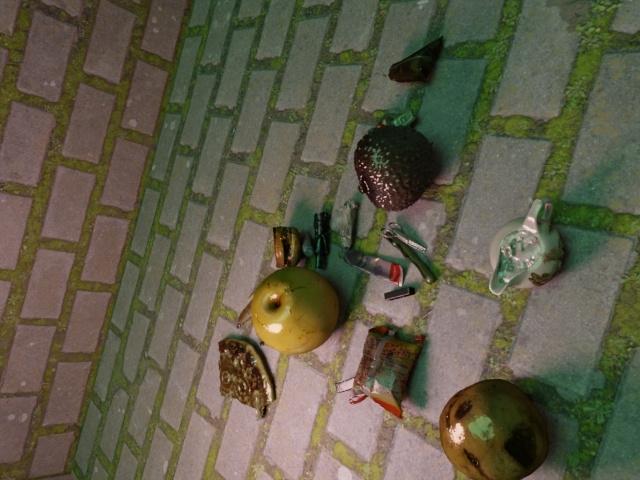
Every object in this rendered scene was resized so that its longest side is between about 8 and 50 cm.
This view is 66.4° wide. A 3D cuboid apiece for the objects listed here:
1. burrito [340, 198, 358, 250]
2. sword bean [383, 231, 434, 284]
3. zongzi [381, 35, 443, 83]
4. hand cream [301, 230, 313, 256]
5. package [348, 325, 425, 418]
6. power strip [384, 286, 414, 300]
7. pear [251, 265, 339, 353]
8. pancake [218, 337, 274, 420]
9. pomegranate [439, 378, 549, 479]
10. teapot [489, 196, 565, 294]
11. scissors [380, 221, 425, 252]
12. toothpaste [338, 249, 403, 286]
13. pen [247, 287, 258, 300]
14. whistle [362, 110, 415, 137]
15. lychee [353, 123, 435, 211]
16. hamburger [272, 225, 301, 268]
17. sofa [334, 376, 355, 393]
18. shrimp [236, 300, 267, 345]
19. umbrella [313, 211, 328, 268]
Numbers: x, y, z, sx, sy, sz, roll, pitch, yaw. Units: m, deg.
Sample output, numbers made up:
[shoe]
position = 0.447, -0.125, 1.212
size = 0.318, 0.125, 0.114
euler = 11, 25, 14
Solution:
[burrito]
position = 0.107, -0.062, 1.906
size = 0.064, 0.064, 0.202
euler = 5, 85, 45
[sword bean]
position = 0.308, 0.055, 1.701
size = 0.269, 0.038, 0.043
euler = 52, 122, 37
[zongzi]
position = 0.345, -0.669, 1.806
size = 0.187, 0.084, 0.184
euler = 19, 80, 49
[hand cream]
position = -0.056, 0.018, 2.026
size = 0.065, 0.043, 0.170
euler = -58, 17, 16
[package]
position = 0.217, 0.434, 1.645
size = 0.224, 0.108, 0.287
euler = 5, 74, 39
[power strip]
position = 0.274, 0.186, 1.704
size = 0.111, 0.038, 0.029
euler = -22, 67, 40
[pear]
position = -0.097, 0.263, 1.857
size = 0.349, 0.349, 0.347
euler = -12, 73, 42
[pancake]
position = -0.335, 0.608, 2.197
size = 0.427, 0.067, 0.304
euler = 13, 98, 44
[pomegranate]
position = 0.458, 0.503, 1.297
size = 0.281, 0.281, 0.280
euler = -12, 73, 42
[teapot]
position = 0.577, 0.021, 1.377
size = 0.204, 0.140, 0.297
euler = 26, 100, 47
[scissors]
position = 0.296, -0.008, 1.719
size = 0.176, 0.085, 0.022
euler = 35, 141, 30
[toothpaste]
position = 0.183, 0.089, 1.810
size = 0.301, 0.048, 0.075
euler = 19, 90, 42
[pen]
position = -0.243, 0.199, 2.190
size = 0.233, 0.032, 0.040
euler = -37, 34, 22
[whistle]
position = 0.245, -0.398, 1.823
size = 0.253, 0.105, 0.101
euler = -28, 103, 36
[lychee]
position = 0.249, -0.247, 1.672
size = 0.300, 0.300, 0.299
euler = -12, 73, 42
[hamburger]
position = -0.139, 0.035, 2.049
size = 0.182, 0.118, 0.190
euler = 114, 155, -85
[sofa]
position = 0.114, 0.517, 1.769
size = 0.118, 0.060, 0.039
euler = -31, 69, 35
[shrimp]
position = -0.288, 0.349, 2.190
size = 0.287, 0.068, 0.185
euler = 15, 87, 46
[umbrella]
position = 0.000, 0.000, 1.999
size = 0.066, 0.059, 0.235
euler = -16, 71, 63
